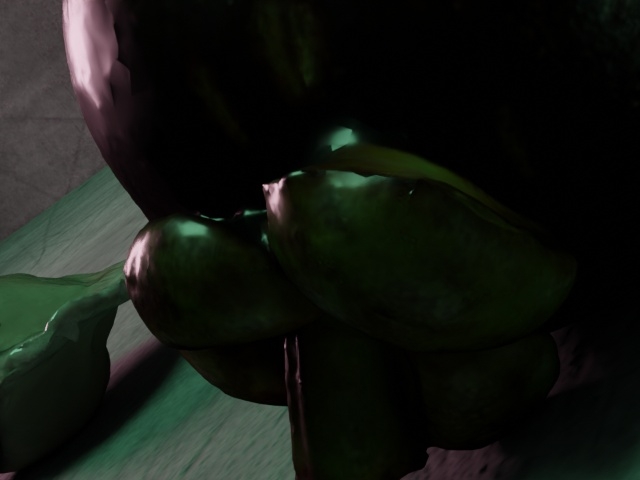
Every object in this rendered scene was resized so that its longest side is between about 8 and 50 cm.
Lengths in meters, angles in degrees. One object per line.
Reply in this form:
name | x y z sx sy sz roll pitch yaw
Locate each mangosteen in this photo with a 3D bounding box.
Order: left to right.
mangosteen | 0.032 -0.055 0.707 0.307 0.307 0.347 -23 46 55

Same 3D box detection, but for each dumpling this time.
dumpling | -0.230 0.101 1.310 0.205 0.163 0.293 -5 -10 -32
